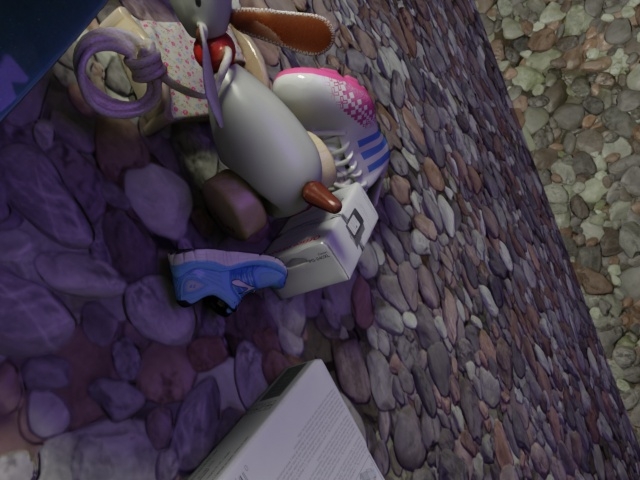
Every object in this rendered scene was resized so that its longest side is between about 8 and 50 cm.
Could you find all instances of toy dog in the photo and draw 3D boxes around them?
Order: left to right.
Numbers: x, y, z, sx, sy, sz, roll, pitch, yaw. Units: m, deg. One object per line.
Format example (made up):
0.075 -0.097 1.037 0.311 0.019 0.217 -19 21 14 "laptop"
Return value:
-0.064 -0.137 0.632 0.220 0.161 0.334 -55 134 -15 "toy dog"

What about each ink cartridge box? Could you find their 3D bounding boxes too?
-0.022 0.294 0.619 0.239 0.060 0.275 63 32 -8 "ink cartridge box"
0.000 0.000 0.783 0.063 0.109 0.150 57 34 -20 "ink cartridge box"

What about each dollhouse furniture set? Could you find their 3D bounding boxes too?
-0.148 -0.245 0.664 0.303 0.173 0.356 -26 92 -57 "dollhouse furniture set"

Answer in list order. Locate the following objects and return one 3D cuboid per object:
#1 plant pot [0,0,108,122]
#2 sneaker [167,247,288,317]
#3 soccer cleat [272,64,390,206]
-0.297 -0.237 0.338 0.334 0.341 0.341 40 40 -21 "plant pot"
-0.102 0.049 0.671 0.162 0.063 0.073 7 83 -49 "sneaker"
0.031 -0.129 0.854 0.331 0.116 0.143 24 67 -66 "soccer cleat"
